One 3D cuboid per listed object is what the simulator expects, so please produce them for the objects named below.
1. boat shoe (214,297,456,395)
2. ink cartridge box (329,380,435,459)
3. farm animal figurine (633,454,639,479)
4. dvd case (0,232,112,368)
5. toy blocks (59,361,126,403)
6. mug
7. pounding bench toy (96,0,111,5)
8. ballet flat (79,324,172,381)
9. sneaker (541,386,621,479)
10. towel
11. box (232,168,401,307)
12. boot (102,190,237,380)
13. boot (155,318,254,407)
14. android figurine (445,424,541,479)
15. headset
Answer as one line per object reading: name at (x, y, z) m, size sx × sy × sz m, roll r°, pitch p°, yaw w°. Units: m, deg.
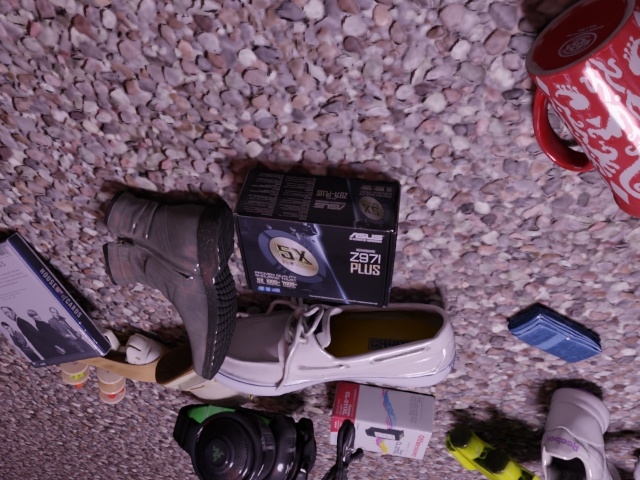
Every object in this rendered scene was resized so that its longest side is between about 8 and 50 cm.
boat shoe at (0.000, 0.129, 0.840) m, size 0.368 × 0.135 × 0.156 m, roll 0°, pitch 140°, yaw 11°
ink cartridge box at (0.109, 0.325, 1.098) m, size 0.175 × 0.072 × 0.127 m, roll 8°, pitch 140°, yaw 6°
farm animal figurine at (0.647, 0.567, 1.126) m, size 0.327 × 0.172 × 0.330 m, roll 36°, pitch 117°, yaw 9°
dvd case at (-0.469, 0.104, 0.973) m, size 0.180 × 0.029 × 0.238 m, roll -14°, pitch 120°, yaw 28°
toy blocks at (-0.445, 0.277, 1.200) m, size 0.123 × 0.054 × 0.148 m, roll 16°, pitch 142°, yaw -6°
mug at (0.243, -0.105, 0.513) m, size 0.169 × 0.113 × 0.150 m, roll 40°, pitch 132°, yaw -25°
pounding bench toy at (-0.158, -0.232, 0.506) m, size 0.065 × 0.052 × 0.083 m, roll 11°, pitch 141°, yaw 1°
ballet flat at (-0.347, 0.189, 1.053) m, size 0.233 × 0.080 × 0.073 m, roll 10°, pitch 130°, yaw 3°
sneaker at (0.407, 0.380, 0.990) m, size 0.114 × 0.152 × 0.305 m, roll 3°, pitch 130°, yaw 39°
towel at (0.324, 0.134, 0.844) m, size 0.120 × 0.029 × 0.067 m, roll 25°, pitch 140°, yaw -16°
box at (0.000, 0.000, 0.727) m, size 0.180 × 0.077 × 0.147 m, roll 7°, pitch 140°, yaw 7°
boot at (-0.197, 0.057, 0.801) m, size 0.161 × 0.083 × 0.246 m, roll 6°, pitch 108°, yaw 10°
boot at (-0.144, 0.213, 1.026) m, size 0.213 × 0.077 × 0.165 m, roll -25°, pitch 140°, yaw 16°
android figurine at (0.340, 0.431, 1.098) m, size 0.248 × 0.056 × 0.273 m, roll 23°, pitch 160°, yaw 53°
headset at (-0.093, 0.345, 1.075) m, size 0.244 × 0.185 × 0.394 m, roll 19°, pitch 175°, yaw -41°
